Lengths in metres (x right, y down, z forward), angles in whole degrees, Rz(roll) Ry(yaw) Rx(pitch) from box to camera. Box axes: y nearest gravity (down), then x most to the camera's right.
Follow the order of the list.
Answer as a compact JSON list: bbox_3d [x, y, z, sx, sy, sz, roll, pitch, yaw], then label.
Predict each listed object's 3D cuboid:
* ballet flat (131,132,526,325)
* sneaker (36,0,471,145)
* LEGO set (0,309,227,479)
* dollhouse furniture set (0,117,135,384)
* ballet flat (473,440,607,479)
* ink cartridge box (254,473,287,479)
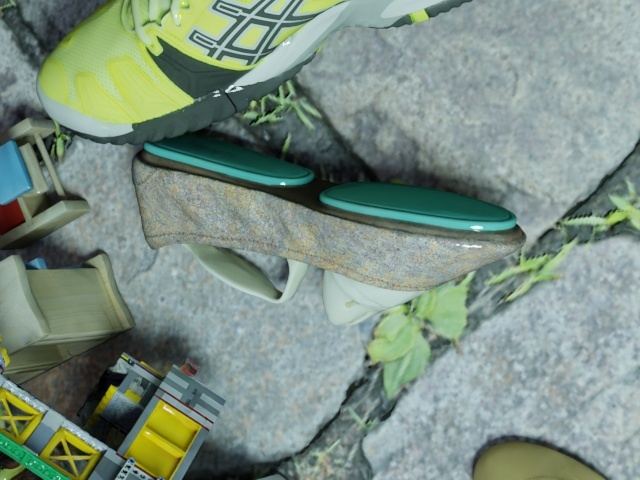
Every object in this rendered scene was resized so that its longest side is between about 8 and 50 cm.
[{"bbox_3d":[0.000,0.000,1.110,0.316,0.107,0.106,15,109,31],"label":"ballet flat"},{"bbox_3d":[-0.049,-0.197,1.080,0.385,0.147,0.145,-26,52,17],"label":"sneaker"},{"bbox_3d":[-0.223,0.175,1.129,0.255,0.192,0.331,26,121,2],"label":"LEGO set"},{"bbox_3d":[-0.259,0.013,1.202,0.129,0.129,0.183,-28,79,22],"label":"dollhouse furniture set"},{"bbox_3d":[0.191,0.214,1.024,0.232,0.073,0.080,36,103,21],"label":"ballet flat"},{"bbox_3d":[0.007,0.344,1.075,0.307,0.129,0.223,34,103,21],"label":"ink cartridge box"}]
